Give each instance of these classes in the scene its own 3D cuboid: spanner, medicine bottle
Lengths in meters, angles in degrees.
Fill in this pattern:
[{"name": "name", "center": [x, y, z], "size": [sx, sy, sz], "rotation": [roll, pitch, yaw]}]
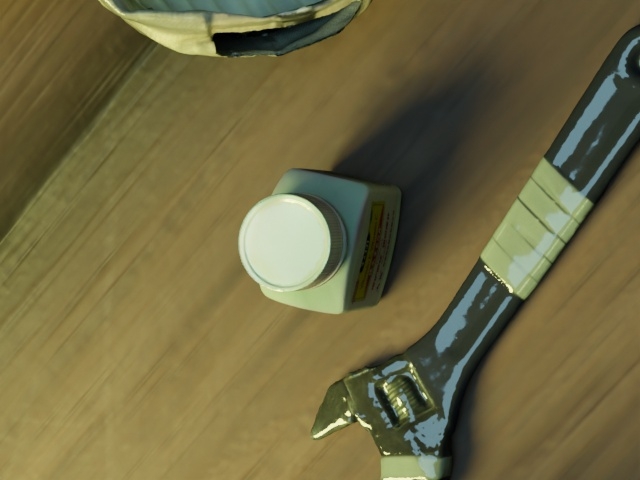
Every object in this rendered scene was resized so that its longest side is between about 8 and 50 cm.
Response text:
[{"name": "spanner", "center": [0.099, 0.014, 0.953], "size": [0.087, 0.024, 0.316], "rotation": [36, 102, 20]}, {"name": "medicine bottle", "center": [0.000, 0.000, 0.934], "size": [0.055, 0.118, 0.074], "rotation": [15, 95, 18]}]

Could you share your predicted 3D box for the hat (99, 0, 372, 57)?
[{"name": "hat", "center": [-0.054, -0.234, 0.896], "size": [0.232, 0.161, 0.275], "rotation": [-24, 120, -21]}]
